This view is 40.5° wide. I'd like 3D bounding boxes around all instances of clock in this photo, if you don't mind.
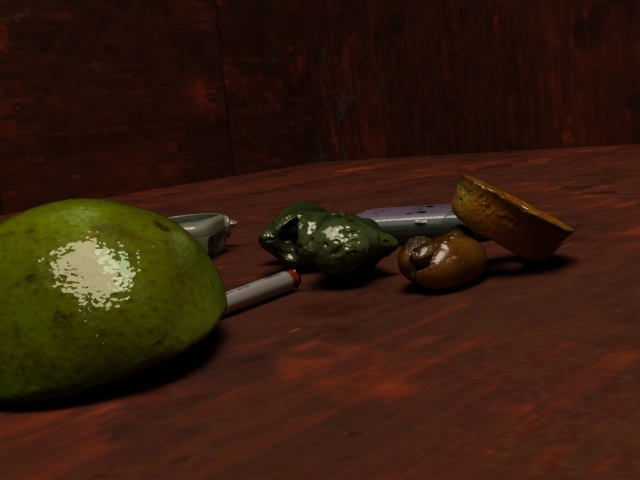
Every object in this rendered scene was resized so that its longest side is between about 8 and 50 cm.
[{"bbox_3d":[-0.218,-0.006,1.388,0.151,0.062,0.191,-4,8,20],"label":"clock"}]

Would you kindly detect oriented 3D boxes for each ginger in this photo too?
[{"bbox_3d":[-0.001,0.001,1.128,0.137,0.089,0.290,10,5,-28],"label":"ginger"}]

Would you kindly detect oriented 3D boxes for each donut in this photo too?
[{"bbox_3d":[0.222,-0.024,1.025,0.152,0.058,0.152,28,9,-5],"label":"donut"}]

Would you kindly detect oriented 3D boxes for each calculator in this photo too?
[{"bbox_3d":[0.164,-0.026,1.311,0.246,0.045,0.141,-2,10,21],"label":"calculator"}]

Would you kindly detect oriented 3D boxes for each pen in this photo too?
[{"bbox_3d":[-0.093,0.066,0.941,0.026,0.026,0.218,0,11,35],"label":"pen"}]

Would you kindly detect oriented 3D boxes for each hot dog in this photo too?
[{"bbox_3d":[0.142,0.017,0.977,0.089,0.060,0.140,8,10,40],"label":"hot dog"}]

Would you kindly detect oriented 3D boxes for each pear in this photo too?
[{"bbox_3d":[-0.223,0.051,0.764,0.288,0.139,0.239,-14,21,-13],"label":"pear"}]
